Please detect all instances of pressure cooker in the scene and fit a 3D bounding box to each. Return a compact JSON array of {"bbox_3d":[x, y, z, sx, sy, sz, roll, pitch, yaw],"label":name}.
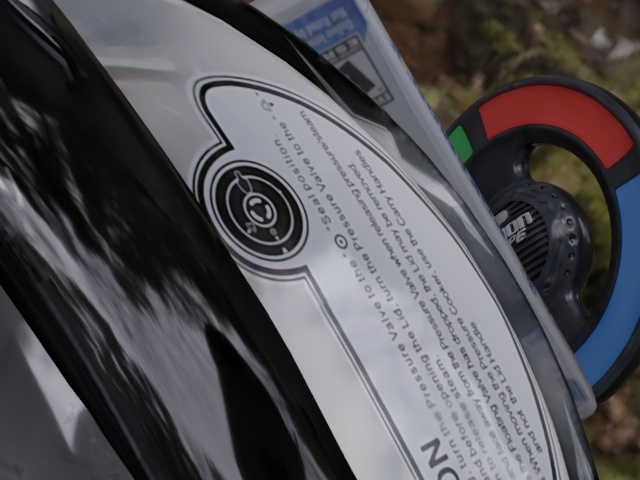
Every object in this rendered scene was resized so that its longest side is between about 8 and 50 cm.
[{"bbox_3d":[-0.123,0.118,0.503,0.370,0.420,0.375,26,54,-20],"label":"pressure cooker"}]

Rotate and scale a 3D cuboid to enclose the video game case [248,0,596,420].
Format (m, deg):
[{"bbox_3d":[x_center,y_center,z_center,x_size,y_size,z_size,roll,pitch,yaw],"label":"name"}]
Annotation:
[{"bbox_3d":[-0.059,0.049,0.992,0.300,0.329,0.036,58,12,-25],"label":"video game case"}]

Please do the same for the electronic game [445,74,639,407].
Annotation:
[{"bbox_3d":[0.134,0.007,1.165,0.048,0.229,0.229,9,47,-41],"label":"electronic game"}]
